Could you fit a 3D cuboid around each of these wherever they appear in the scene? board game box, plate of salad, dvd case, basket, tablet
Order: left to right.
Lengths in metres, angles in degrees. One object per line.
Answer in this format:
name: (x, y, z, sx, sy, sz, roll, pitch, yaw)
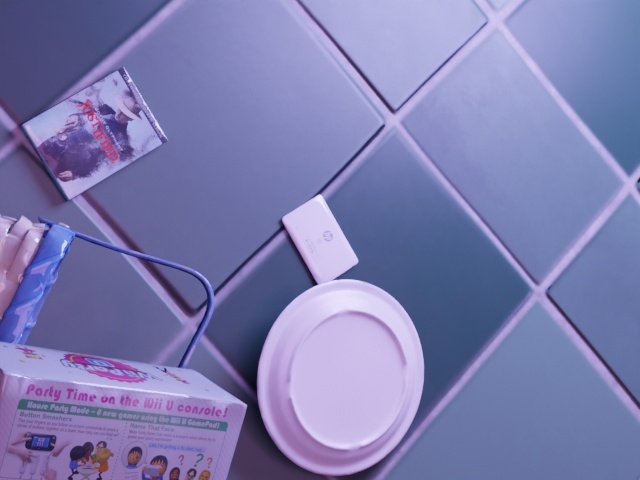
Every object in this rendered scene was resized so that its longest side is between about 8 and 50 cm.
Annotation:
basket: (-0.264, 0.102, 1.183, 0.289, 0.201, 0.255, 22, 82, -13)
board game box: (-0.210, 0.246, 1.092, 0.224, 0.097, 0.303, 14, 96, -38)
dvd case: (-0.219, -0.104, 1.332, 0.119, 0.013, 0.087, -34, 98, -25)
tablet: (0.000, 0.000, 1.424, 0.054, 0.006, 0.083, -33, 98, -24)
plate of salad: (0.018, 0.139, 1.395, 0.200, 0.048, 0.200, -2, 93, -31)
